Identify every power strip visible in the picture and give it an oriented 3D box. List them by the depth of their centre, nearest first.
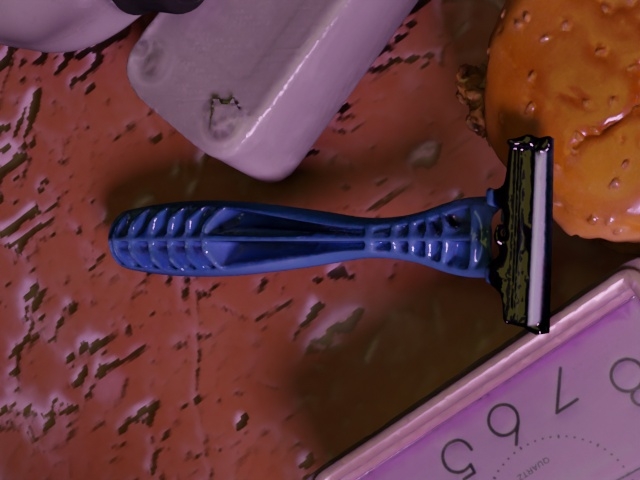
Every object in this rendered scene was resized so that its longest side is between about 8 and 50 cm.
[{"bbox_3d":[0.053,-0.204,0.764,0.091,0.062,0.385,40,96,31],"label":"power strip"}]

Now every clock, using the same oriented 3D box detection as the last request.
[{"bbox_3d":[0.107,0.117,0.671,0.192,0.071,0.147,-35,68,13],"label":"clock"}]

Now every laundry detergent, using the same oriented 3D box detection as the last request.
[{"bbox_3d":[-0.142,-0.144,0.802,0.225,0.070,0.099,13,62,40],"label":"laundry detergent"}]

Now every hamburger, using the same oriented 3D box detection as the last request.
[{"bbox_3d":[0.140,-0.070,0.690,0.147,0.083,0.138,-37,68,8],"label":"hamburger"}]

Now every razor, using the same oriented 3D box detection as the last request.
[{"bbox_3d":[0.000,0.000,0.731,0.253,0.042,0.082,-1,88,37],"label":"razor"}]
